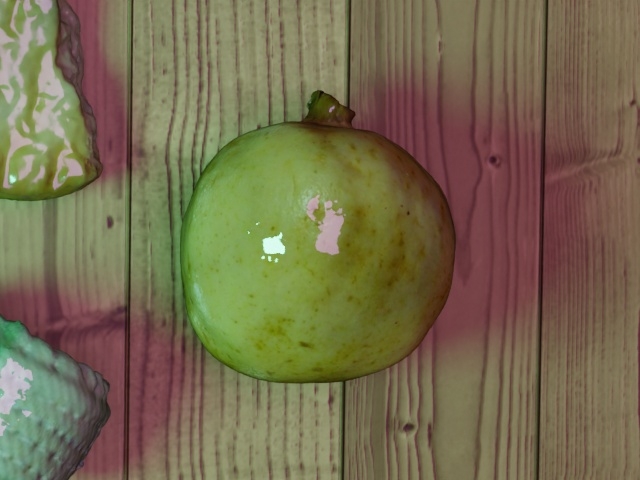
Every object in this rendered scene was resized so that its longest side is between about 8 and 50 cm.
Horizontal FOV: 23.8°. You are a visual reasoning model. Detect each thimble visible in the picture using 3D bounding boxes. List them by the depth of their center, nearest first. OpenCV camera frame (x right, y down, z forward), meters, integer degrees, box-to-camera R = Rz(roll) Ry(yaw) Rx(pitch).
[{"bbox_3d":[-0.316,0.155,1.491,0.219,0.219,0.150,37,79,-18],"label":"thimble"}]

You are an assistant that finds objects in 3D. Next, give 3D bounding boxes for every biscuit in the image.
[{"bbox_3d":[-0.331,-0.175,1.533,0.213,0.091,0.274,-5,96,-23],"label":"biscuit"}]

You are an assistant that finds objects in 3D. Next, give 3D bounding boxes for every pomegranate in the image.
[{"bbox_3d":[-0.009,0.016,1.572,0.307,0.307,0.307,-1,92,-20],"label":"pomegranate"}]
